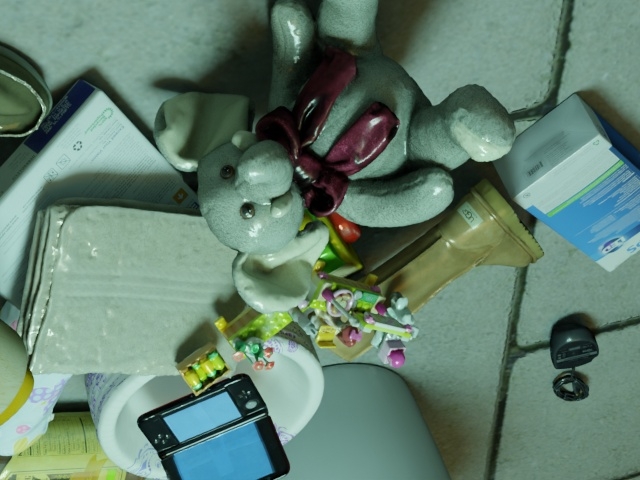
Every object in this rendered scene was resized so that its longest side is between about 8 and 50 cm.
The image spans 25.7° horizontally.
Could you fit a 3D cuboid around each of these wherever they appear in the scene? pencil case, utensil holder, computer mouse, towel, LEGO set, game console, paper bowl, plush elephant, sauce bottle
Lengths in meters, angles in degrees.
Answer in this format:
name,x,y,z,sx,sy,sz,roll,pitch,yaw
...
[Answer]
name,x,y,z,sx,sy,sz,roll,pitch,yaw
pencil case,-0.332,0.134,1.632,0.124,0.113,0.273,27,124,-14
utensil holder,0.045,0.412,1.932,0.328,0.385,0.327,-14,142,-11
computer mouse,0.378,0.182,2.108,0.071,0.041,0.242,-13,149,2
towel,-0.187,0.054,1.482,0.282,0.049,0.187,7,100,-41
LEGO set,-0.007,0.106,1.512,0.287,0.107,0.132,-9,124,-30
game console,-0.125,0.240,1.648,0.144,0.085,0.124,-23,142,0
paper bowl,-0.148,0.158,1.726,0.284,0.148,0.284,-13,142,-10
plush elephant,-0.019,-0.087,1.396,0.255,0.272,0.330,-36,173,-23
sauce bottle,-0.393,0.275,1.782,0.344,0.111,0.111,1,137,-25

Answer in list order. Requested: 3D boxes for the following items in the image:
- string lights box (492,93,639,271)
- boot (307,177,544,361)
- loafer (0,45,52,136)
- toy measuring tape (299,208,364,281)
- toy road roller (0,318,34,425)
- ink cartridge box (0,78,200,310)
name,x,y,z,sx,sy,sz,roll,pitch,yaw
string lights box,0.342,-0.065,1.753,0.133,0.076,0.260,-37,140,20
boot,0.131,0.047,1.722,0.269,0.089,0.236,-39,152,6
loafer,-0.361,-0.144,1.308,0.251,0.087,0.094,19,127,-40
toy measuring tape,0.000,0.000,1.675,0.121,0.121,0.330,-28,165,7
toy road roller,-0.459,0.090,1.353,0.240,0.329,0.202,-45,140,-4
ink cartridge box,-0.254,-0.022,1.470,0.223,0.045,0.224,-49,139,-9
